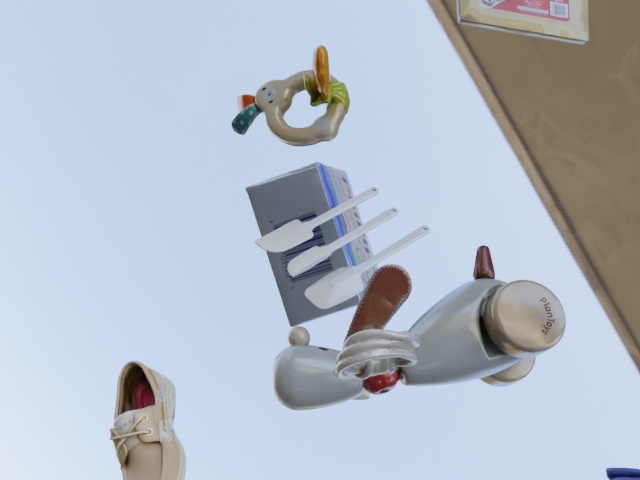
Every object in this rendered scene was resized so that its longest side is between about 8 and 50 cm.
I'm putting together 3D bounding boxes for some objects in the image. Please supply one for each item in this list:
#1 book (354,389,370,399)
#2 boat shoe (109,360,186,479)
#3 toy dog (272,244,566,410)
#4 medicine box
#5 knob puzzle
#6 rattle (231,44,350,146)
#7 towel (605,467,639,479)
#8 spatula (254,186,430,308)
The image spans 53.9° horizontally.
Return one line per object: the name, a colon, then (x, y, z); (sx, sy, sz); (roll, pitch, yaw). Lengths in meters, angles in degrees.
book: (0.028, 0.237, 0.999); (0.096, 0.035, 0.144); (8, -14, 2)
boat shoe: (-0.166, 0.176, 0.576); (0.059, 0.063, 0.170); (56, 1, -33)
toy dog: (0.113, 0.089, 0.729); (0.220, 0.333, 0.161); (-52, -137, 50)
medicine box: (0.000, 0.000, 1.228); (0.149, 0.289, 0.264); (-18, -90, 13)
knob puzzle: (0.251, -0.345, 0.800); (0.213, 0.213, 0.030); (49, -16, 3)
rattle: (-0.068, -0.213, 0.911); (0.199, 0.142, 0.130); (16, -88, 23)
towel: (0.392, 0.198, 0.454); (0.336, 0.040, 0.243); (-8, -24, 29)
spatula: (0.044, 0.001, 0.969); (0.168, 0.242, 0.019); (40, -36, 33)
